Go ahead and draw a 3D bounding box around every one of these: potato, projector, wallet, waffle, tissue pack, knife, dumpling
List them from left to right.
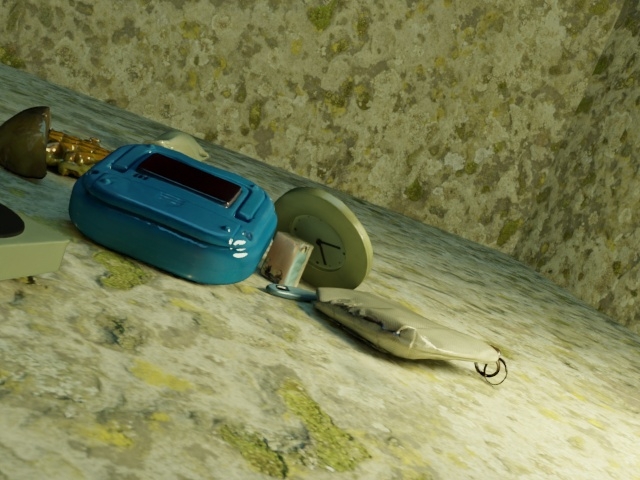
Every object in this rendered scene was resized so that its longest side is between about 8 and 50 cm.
[{"bbox_3d":[-0.473,-0.018,0.959,0.257,0.079,0.259,25,9,13],"label":"projector"},{"bbox_3d":[-0.604,-0.225,1.647,0.120,0.100,0.261,3,29,-17],"label":"potato"},{"bbox_3d":[-0.530,-0.187,1.868,0.325,0.068,0.302,20,9,-19],"label":"waffle"},{"bbox_3d":[-0.437,-0.254,2.399,0.151,0.124,0.229,-16,-23,36],"label":"dumpling"},{"bbox_3d":[-0.064,0.036,1.574,0.074,0.094,0.059,28,10,31],"label":"tissue pack"},{"bbox_3d":[0.019,0.117,1.559,0.313,0.019,0.044,14,19,-43],"label":"knife"},{"bbox_3d":[0.145,0.158,1.471,0.275,0.068,0.335,16,7,-46],"label":"wallet"}]

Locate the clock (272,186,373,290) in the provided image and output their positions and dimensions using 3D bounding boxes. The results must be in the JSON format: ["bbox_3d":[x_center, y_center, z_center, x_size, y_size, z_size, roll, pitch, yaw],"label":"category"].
[{"bbox_3d":[0.000,0.000,1.590,0.235,0.235,0.029,26,46,23],"label":"clock"}]

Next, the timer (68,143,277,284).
[{"bbox_3d":[-0.251,-0.057,1.444,0.340,0.115,0.309,22,24,1],"label":"timer"}]
